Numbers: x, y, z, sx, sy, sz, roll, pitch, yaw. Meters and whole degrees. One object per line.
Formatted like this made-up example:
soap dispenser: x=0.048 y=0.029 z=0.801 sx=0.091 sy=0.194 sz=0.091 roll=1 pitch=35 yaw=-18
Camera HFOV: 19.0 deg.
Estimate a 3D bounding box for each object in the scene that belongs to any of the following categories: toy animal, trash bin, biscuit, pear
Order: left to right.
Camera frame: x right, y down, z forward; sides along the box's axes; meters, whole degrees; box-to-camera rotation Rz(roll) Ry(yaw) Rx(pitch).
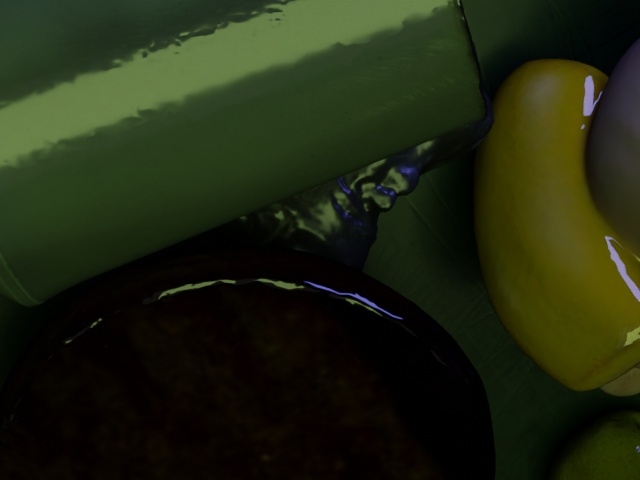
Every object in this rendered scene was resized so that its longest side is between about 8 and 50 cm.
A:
trash bin: x=-0.118 y=-0.132 z=1.406 sx=0.432 sy=0.280 sz=0.280 roll=-19 pitch=108 yaw=1
biscuit: x=-0.063 y=0.180 z=1.521 sx=0.407 sy=0.091 sz=0.407 roll=-3 pitch=119 yaw=-5
toy animal: x=-0.011 y=-0.013 z=1.565 sx=0.168 sy=0.106 sz=0.343 roll=34 pitch=98 yaw=-7
pear: x=0.276 y=0.226 z=1.707 sx=0.141 sy=0.104 sz=0.141 roll=-4 pitch=109 yaw=-10
toy animal: x=0.286 y=-0.043 z=1.591 sx=0.247 sy=0.277 sz=0.345 roll=20 pitch=112 yaw=-46
